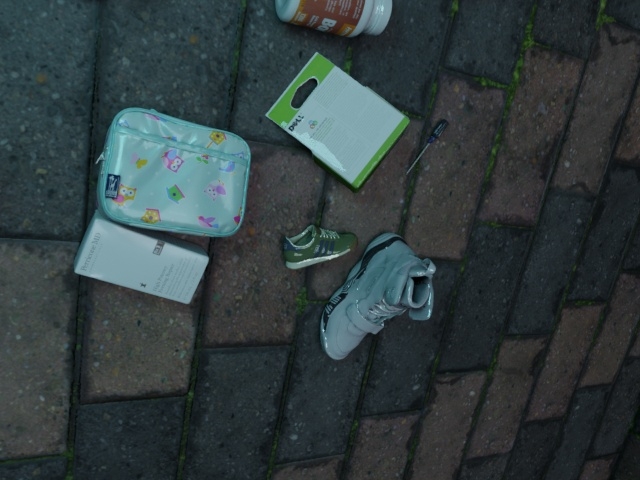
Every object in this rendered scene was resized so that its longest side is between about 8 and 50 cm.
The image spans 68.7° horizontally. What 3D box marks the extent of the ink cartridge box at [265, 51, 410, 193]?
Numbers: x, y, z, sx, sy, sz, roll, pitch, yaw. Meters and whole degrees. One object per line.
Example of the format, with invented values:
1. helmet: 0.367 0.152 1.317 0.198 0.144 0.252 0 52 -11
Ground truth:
1. ink cartridge box: 0.038 -0.259 1.042 0.255 0.097 0.189 38 89 4

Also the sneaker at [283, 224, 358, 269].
1. sneaker: 0.000 0.000 1.119 0.192 0.064 0.086 -19 120 -15

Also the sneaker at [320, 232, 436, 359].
1. sneaker: 0.140 0.166 1.160 0.137 0.210 0.366 29 94 -30

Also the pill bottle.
1. pill bottle: 0.028 -0.479 0.935 0.216 0.121 0.121 2 107 -25

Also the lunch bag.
1. lunch bag: -0.280 -0.127 0.900 0.279 0.108 0.224 10 88 -29

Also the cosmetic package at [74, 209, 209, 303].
1. cosmetic package: -0.360 0.037 0.951 0.231 0.085 0.117 21 97 -31

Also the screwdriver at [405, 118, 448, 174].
1. screwdriver: 0.267 -0.239 1.194 0.025 0.024 0.170 41 94 -1
